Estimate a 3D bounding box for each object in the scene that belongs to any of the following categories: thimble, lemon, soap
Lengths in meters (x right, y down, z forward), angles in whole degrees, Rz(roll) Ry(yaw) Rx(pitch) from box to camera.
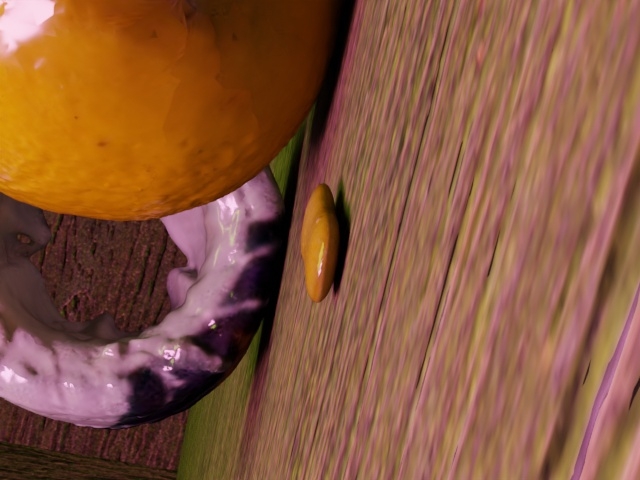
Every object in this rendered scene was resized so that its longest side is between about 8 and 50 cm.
[{"bbox_3d":[-0.142,0.007,0.956,0.150,0.237,0.237,124,155,-78],"label":"thimble"},{"bbox_3d":[-0.098,-0.127,0.760,0.219,0.240,0.240,7,86,66],"label":"lemon"},{"bbox_3d":[0.000,0.000,0.600,0.089,0.012,0.034,-97,17,-75],"label":"soap"}]
